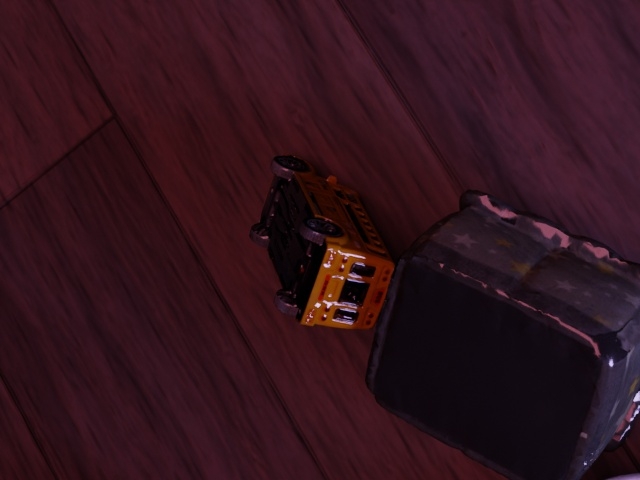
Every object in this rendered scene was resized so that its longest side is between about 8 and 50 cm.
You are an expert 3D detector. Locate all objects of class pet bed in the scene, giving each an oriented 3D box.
[{"bbox_3d":[0.166,0.074,1.210,0.210,0.159,0.183,26,124,23],"label":"pet bed"}]

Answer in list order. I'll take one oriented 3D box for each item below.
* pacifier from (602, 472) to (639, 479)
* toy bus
[{"bbox_3d":[0.284,0.287,1.102,0.299,0.233,0.244,18,93,21],"label":"pacifier"},{"bbox_3d":[0.000,0.000,1.281,0.088,0.194,0.083,12,113,-19],"label":"toy bus"}]
